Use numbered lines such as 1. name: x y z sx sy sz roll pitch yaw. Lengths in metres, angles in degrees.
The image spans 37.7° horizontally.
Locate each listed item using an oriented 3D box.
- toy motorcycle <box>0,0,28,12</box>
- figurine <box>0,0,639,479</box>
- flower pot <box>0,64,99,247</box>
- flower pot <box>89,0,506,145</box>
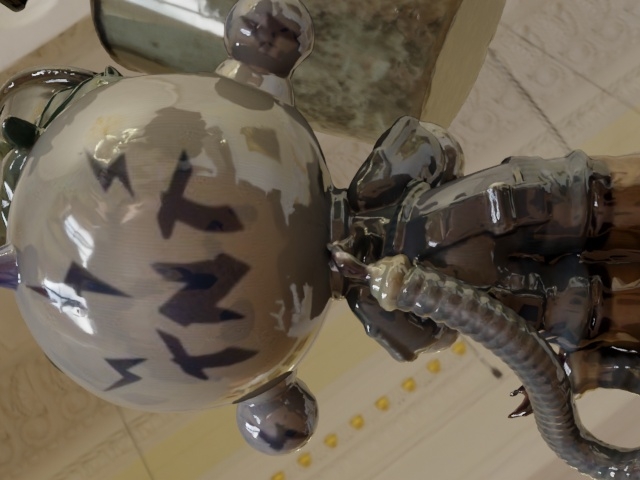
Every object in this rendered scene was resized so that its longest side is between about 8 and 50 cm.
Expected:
1. toy motorcycle: -0.321 -0.219 0.697 0.205 0.127 0.275 38 -79 -27
2. figurine: 0.000 -0.004 0.519 0.382 0.186 0.261 0 -92 0
3. flower pot: -0.245 -0.035 0.917 0.235 0.235 0.148 75 -152 -44
4. flower pot: -0.004 -0.247 0.903 0.293 0.330 0.293 -56 -19 -31
